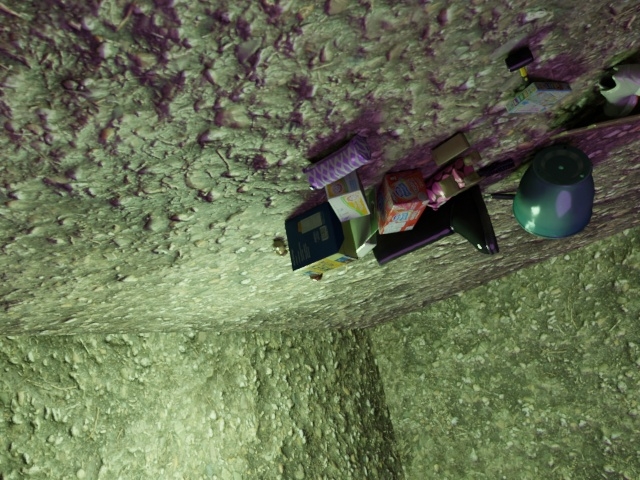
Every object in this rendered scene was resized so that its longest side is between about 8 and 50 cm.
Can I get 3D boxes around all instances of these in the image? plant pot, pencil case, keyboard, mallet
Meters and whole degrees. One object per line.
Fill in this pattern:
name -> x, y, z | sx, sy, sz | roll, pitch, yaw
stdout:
plant pot -> 0.822, -0.187, 1.860 | 0.272, 0.271, 0.255 | -14, 144, 5
pencil case -> 0.435, -0.191, 1.818 | 0.095, 0.098, 0.209 | -1, 157, -27
pencil case -> 0.047, -0.225, 1.529 | 0.206, 0.086, 0.088 | -27, 132, 31
keyboard -> 0.592, -0.232, 1.889 | 0.192, 0.038, 0.100 | -23, 157, 24
mallet -> 0.504, -0.419, 1.344 | 0.062, 0.039, 0.190 | -20, 162, 17

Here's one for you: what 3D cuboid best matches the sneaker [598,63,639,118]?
sneaker -> 0.820, -0.421, 1.472 | 0.121, 0.099, 0.262 | 12, 171, 11

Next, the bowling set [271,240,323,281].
bowling set -> -0.046, 0.083, 2.142 | 0.287, 0.199, 0.154 | -9, 161, 2

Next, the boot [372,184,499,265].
boot -> 0.400, -0.013, 1.959 | 0.446, 0.367, 0.146 | -18, 118, 17

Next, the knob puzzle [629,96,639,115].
knob puzzle -> 1.003, -0.434, 1.596 | 0.213, 0.029, 0.213 | -11, 161, -4

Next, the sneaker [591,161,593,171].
sneaker -> 0.982, -0.273, 1.997 | 0.076, 0.065, 0.166 | -38, 156, 17

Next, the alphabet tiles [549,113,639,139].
alphabet tiles -> 0.886, -0.352, 1.598 | 0.343, 0.011, 0.285 | -11, -176, 7

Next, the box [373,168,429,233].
box -> 0.274, -0.130, 1.848 | 0.128, 0.122, 0.257 | -10, 160, -8

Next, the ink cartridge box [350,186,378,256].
ink cartridge box -> 0.171, -0.063, 1.896 | 0.056, 0.171, 0.235 | 9, 153, -20

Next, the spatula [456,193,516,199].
spatula -> 0.659, -0.166, 2.111 | 0.297, 0.030, 0.084 | -7, 154, -15

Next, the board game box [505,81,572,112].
board game box -> 0.595, -0.389, 1.452 | 0.154, 0.026, 0.103 | -10, 161, -32

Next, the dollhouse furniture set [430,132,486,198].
dollhouse furniture set -> 0.441, -0.240, 1.664 | 0.123, 0.151, 0.144 | -22, 173, -47

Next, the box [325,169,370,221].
box -> 0.082, -0.153, 1.688 | 0.103, 0.114, 0.203 | -16, 158, 9

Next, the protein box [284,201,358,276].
protein box -> 0.000, 0.000, 1.923 | 0.201, 0.199, 0.136 | -24, 156, 30
